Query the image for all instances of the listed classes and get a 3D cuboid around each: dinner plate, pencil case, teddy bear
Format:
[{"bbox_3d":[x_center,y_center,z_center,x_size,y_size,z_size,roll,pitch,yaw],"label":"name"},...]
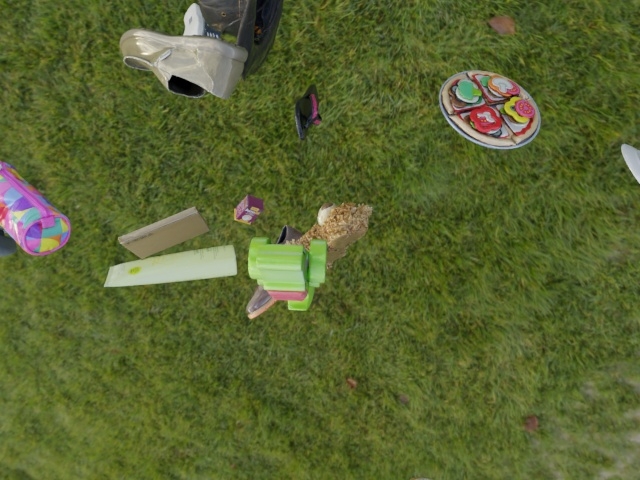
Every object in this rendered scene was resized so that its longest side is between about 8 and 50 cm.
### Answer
[{"bbox_3d":[0.619,-0.128,0.939,0.141,0.141,0.017,41,132,-11],"label":"dinner plate"},{"bbox_3d":[-0.595,-0.069,0.979,0.236,0.104,0.105,36,123,22],"label":"pencil case"},{"bbox_3d":[0.000,0.000,1.293,0.245,0.338,0.113,-20,74,-16],"label":"teddy bear"}]

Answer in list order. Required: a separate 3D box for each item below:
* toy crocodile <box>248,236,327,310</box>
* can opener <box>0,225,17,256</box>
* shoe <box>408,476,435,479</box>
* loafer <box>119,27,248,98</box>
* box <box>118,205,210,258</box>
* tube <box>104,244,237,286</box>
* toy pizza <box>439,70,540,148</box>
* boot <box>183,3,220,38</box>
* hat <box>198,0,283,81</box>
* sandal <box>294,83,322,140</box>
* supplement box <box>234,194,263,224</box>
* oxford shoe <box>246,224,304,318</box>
[{"bbox_3d":[-0.050,0.057,0.801,0.115,0.340,0.105,3,81,-1],"label":"toy crocodile"},{"bbox_3d":[-0.746,-0.028,1.061,0.074,0.280,0.093,-18,79,7],"label":"can opener"},{"bbox_3d":[0.241,0.478,0.887,0.219,0.077,0.058,33,137,-21],"label":"shoe"},{"bbox_3d":[-0.131,-0.158,0.448,0.147,0.056,0.050,17,99,35],"label":"loafer"},{"bbox_3d":[-0.396,-0.017,1.287,0.201,0.164,0.021,-24,77,-8],"label":"box"},{"bbox_3d":[-0.283,0.052,0.953,0.240,0.062,0.070,-7,160,-12],"label":"tube"},{"bbox_3d":[0.326,-0.259,0.948,0.201,0.201,0.032,18,150,2],"label":"toy pizza"},{"bbox_3d":[-0.281,-0.501,1.211,0.069,0.190,0.086,-35,135,29],"label":"boot"},{"bbox_3d":[-0.136,-0.456,0.859,0.133,0.331,0.332,20,120,-1],"label":"hat"},{"bbox_3d":[-0.016,-0.260,0.981,0.040,0.179,0.067,0,130,14],"label":"sandal"},{"bbox_3d":[-0.211,-0.091,1.469,0.054,0.043,0.083,17,140,-32],"label":"supplement box"},{"bbox_3d":[-0.164,0.101,1.670,0.132,0.364,0.130,43,142,-14],"label":"oxford shoe"}]
